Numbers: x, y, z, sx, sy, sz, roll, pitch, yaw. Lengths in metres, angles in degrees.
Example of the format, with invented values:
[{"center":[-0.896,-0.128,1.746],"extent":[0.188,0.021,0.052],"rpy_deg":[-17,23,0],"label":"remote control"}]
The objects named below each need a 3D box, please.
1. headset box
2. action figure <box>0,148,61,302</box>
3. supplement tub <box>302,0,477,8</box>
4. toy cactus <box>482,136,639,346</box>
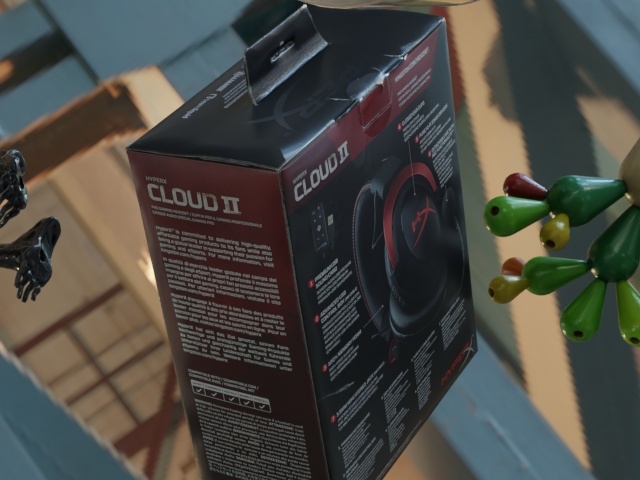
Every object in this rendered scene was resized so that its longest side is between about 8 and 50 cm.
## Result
[{"center":[0.000,0.000,0.931],"extent":[0.218,0.110,0.293],"rpy_deg":[-46,-43,-46],"label":"headset box"},{"center":[-0.365,-0.012,1.202],"extent":[0.276,0.164,0.141],"rpy_deg":[0,28,19],"label":"action figure"},{"center":[0.055,-0.322,1.262],"extent":[0.241,0.241,0.331],"rpy_deg":[-45,-14,27],"label":"supplement tub"},{"center":[0.223,-0.008,1.058],"extent":[0.180,0.219,0.112],"rpy_deg":[-64,8,2],"label":"toy cactus"}]
